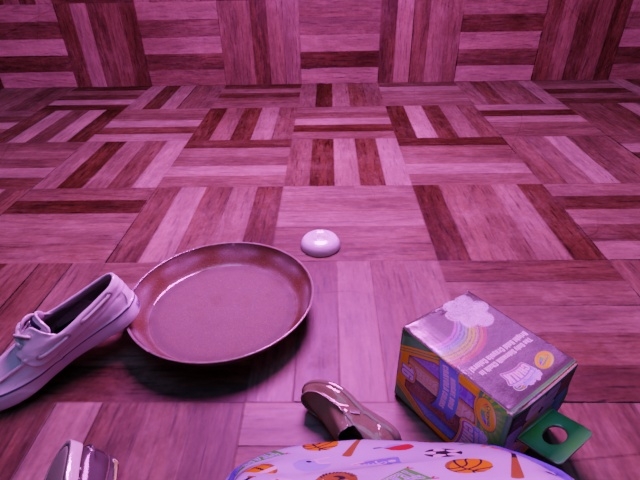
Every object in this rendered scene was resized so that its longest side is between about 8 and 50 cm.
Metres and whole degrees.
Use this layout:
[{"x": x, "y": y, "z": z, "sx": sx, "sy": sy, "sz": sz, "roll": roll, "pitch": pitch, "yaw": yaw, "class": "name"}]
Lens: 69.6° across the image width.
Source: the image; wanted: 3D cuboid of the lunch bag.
[{"x": 0.049, "y": 0.248, "z": 0.393, "sx": 0.304, "sy": 0.243, "sz": 0.114, "roll": -4, "pitch": 76, "yaw": -5, "class": "lunch bag"}]

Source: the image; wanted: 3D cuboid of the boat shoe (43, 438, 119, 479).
[{"x": -0.244, "y": 0.307, "z": 0.453, "sx": 0.069, "sy": 0.081, "sz": 0.227, "roll": 34, "pitch": 19, "yaw": -32, "class": "boat shoe"}]

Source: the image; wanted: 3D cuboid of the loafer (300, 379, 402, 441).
[{"x": 0.030, "y": 0.228, "z": 0.584, "sx": 0.148, "sy": 0.056, "sz": 0.050, "roll": 21, "pitch": 33, "yaw": 30, "class": "loafer"}]

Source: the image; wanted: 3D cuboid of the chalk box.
[{"x": 0.215, "y": 0.188, "z": 0.574, "sx": 0.132, "sy": 0.132, "sz": 0.213, "roll": -21, "pitch": 39, "yaw": -28, "class": "chalk box"}]

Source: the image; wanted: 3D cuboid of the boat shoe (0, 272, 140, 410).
[{"x": -0.398, "y": 0.139, "z": 0.671, "sx": 0.258, "sy": 0.084, "sz": 0.095, "roll": -39, "pitch": 42, "yaw": -24, "class": "boat shoe"}]

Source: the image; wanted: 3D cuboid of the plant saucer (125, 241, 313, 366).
[{"x": -0.166, "y": 0.105, "z": 0.785, "sx": 0.311, "sy": 0.050, "sz": 0.310, "roll": -1, "pitch": 34, "yaw": 0, "class": "plant saucer"}]

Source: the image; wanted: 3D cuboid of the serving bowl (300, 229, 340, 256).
[{"x": 0.000, "y": 0.000, "z": 0.956, "sx": 0.083, "sy": 0.027, "sz": 0.083, "roll": 0, "pitch": 34, "yaw": 0, "class": "serving bowl"}]
